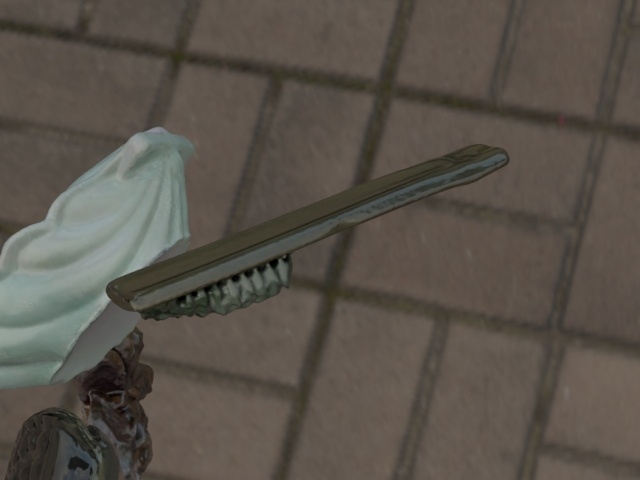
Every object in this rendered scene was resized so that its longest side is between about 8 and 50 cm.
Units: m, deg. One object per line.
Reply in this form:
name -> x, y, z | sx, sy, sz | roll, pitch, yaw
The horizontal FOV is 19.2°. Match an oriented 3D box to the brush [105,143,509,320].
brush -> 0.000, 0.000, 0.800 | 0.190, 0.027, 0.034 | -23, 21, -26

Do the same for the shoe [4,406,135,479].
shoe -> -0.135, 0.219, 1.234 | 0.171, 0.336, 0.132 | 15, 64, -8

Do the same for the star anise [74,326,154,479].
star anise -> -0.203, 0.151, 1.856 | 0.073, 0.197, 0.212 | -6, 95, 1

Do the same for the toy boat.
toy boat -> -0.201, 0.035, 1.564 | 0.100, 0.199, 0.290 | 43, 104, 11
